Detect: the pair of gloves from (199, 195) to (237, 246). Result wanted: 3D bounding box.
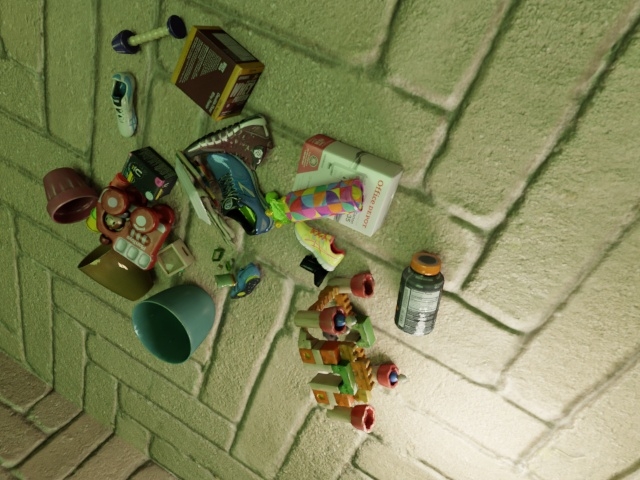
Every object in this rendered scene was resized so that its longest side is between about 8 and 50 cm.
[{"bbox_3d":[-0.358,-0.071,1.532,0.204,0.042,0.240,59,167,-11],"label":"pair of gloves"}]

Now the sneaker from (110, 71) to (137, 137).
[{"bbox_3d":[-0.714,-0.483,1.557,0.085,0.086,0.237,21,122,14],"label":"sneaker"}]

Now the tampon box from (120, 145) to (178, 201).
[{"bbox_3d":[-0.636,-0.248,1.620,0.161,0.101,0.120,42,125,2],"label":"tampon box"}]

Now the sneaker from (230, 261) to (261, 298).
[{"bbox_3d":[-0.296,0.158,1.682,0.209,0.069,0.082,-46,56,43],"label":"sneaker"}]

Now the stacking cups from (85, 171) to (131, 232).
[{"bbox_3d":[-0.866,-0.153,1.784,0.096,0.096,0.316,48,124,-2],"label":"stacking cups"}]

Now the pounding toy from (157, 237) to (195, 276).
[{"bbox_3d":[-0.590,0.081,1.773,0.130,0.100,0.141,-27,102,19],"label":"pounding toy"}]

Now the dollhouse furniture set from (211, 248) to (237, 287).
[{"bbox_3d":[-0.369,0.105,1.657,0.151,0.076,0.058,60,136,34],"label":"dollhouse furniture set"}]

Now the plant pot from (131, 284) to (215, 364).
[{"bbox_3d":[-0.574,0.318,1.781,0.294,0.235,0.292,10,117,21],"label":"plant pot"}]

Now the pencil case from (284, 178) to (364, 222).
[{"bbox_3d":[0.010,-0.111,1.234,0.237,0.104,0.104,-6,110,32],"label":"pencil case"}]

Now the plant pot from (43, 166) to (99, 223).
[{"bbox_3d":[-1.050,-0.196,1.806,0.201,0.201,0.180,-40,78,34],"label":"plant pot"}]

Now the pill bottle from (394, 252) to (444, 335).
[{"bbox_3d":[0.308,0.162,1.340,0.131,0.130,0.245,15,119,19],"label":"pill bottle"}]

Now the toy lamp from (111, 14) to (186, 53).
[{"bbox_3d":[-0.565,-0.662,1.404,0.275,0.080,0.080,-4,112,26],"label":"toy lamp"}]

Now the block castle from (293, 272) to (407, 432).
[{"bbox_3d":[0.117,0.363,1.429,0.213,0.303,0.452,-4,111,34],"label":"block castle"}]

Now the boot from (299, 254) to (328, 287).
[{"bbox_3d":[-0.027,0.102,1.484,0.099,0.121,0.045,31,121,2],"label":"boot"}]

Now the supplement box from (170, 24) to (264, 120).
[{"bbox_3d":[-0.314,-0.509,1.322,0.194,0.129,0.191,41,124,3],"label":"supplement box"}]

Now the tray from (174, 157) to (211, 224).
[{"bbox_3d":[-0.442,-0.167,1.472,0.270,0.030,0.145,49,160,45],"label":"tray"}]

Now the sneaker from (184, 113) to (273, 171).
[{"bbox_3d":[-0.282,-0.282,1.396,0.282,0.106,0.162,-20,114,8],"label":"sneaker"}]

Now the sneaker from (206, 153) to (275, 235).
[{"bbox_3d":[-0.279,-0.160,1.462,0.130,0.147,0.329,-31,96,33],"label":"sneaker"}]

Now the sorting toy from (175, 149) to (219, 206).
[{"bbox_3d":[-0.419,-0.237,1.492,0.274,0.046,0.132,49,168,16],"label":"sorting toy"}]

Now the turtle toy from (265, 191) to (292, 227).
[{"bbox_3d":[-0.137,-0.110,1.464,0.095,0.066,0.130,-38,94,8],"label":"turtle toy"}]

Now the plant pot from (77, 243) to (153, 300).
[{"bbox_3d":[-0.841,0.130,1.848,0.237,0.237,0.254,-17,119,31],"label":"plant pot"}]

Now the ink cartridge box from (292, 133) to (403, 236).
[{"bbox_3d":[0.075,-0.168,1.302,0.283,0.117,0.207,25,122,14],"label":"ink cartridge box"}]

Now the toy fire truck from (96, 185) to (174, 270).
[{"bbox_3d":[-0.732,-0.057,1.662,0.302,0.169,0.253,32,101,0],"label":"toy fire truck"}]

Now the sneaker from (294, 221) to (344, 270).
[{"bbox_3d":[0.000,0.000,1.451,0.208,0.081,0.094,46,118,-8],"label":"sneaker"}]
